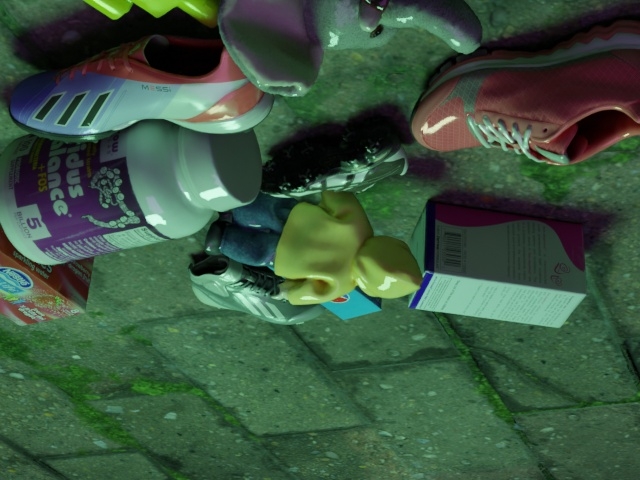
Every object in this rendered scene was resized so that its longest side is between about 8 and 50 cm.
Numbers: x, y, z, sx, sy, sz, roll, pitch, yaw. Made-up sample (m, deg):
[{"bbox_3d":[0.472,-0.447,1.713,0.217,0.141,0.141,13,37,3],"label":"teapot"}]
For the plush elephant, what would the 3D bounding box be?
[{"bbox_3d":[0.043,-0.258,1.136,0.330,0.272,0.255,20,148,37],"label":"plush elephant"}]

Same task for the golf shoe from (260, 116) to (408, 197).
[{"bbox_3d":[0.017,-0.082,1.611,0.198,0.077,0.094,-13,146,29],"label":"golf shoe"}]

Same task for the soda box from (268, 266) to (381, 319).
[{"bbox_3d":[0.003,0.035,1.820,0.071,0.067,0.210,-17,143,32],"label":"soda box"}]

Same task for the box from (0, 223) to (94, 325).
[{"bbox_3d":[-0.430,0.000,1.753,0.122,0.128,0.257,-12,145,26],"label":"box"}]

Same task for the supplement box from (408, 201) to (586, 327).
[{"bbox_3d":[0.237,0.035,1.747,0.220,0.111,0.114,8,150,-6],"label":"supplement box"}]

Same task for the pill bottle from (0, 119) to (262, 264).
[{"bbox_3d":[-0.229,-0.076,1.560,0.301,0.169,0.169,-12,146,25],"label":"pill bottle"}]

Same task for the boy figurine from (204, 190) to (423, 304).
[{"bbox_3d":[0.000,0.000,1.663,0.285,0.177,0.092,14,179,11],"label":"boy figurine"}]

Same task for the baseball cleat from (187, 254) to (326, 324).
[{"bbox_3d":[-0.094,0.069,1.871,0.205,0.072,0.109,4,150,11],"label":"baseball cleat"}]

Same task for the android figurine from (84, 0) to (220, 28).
[{"bbox_3d":[-0.169,-0.308,1.274,0.248,0.056,0.273,-21,143,36],"label":"android figurine"}]

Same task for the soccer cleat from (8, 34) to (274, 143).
[{"bbox_3d":[-0.213,-0.181,1.437,0.318,0.109,0.116,1,143,18],"label":"soccer cleat"}]

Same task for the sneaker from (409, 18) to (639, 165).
[{"bbox_3d":[0.235,-0.141,1.425,0.313,0.136,0.116,-15,144,29],"label":"sneaker"}]
